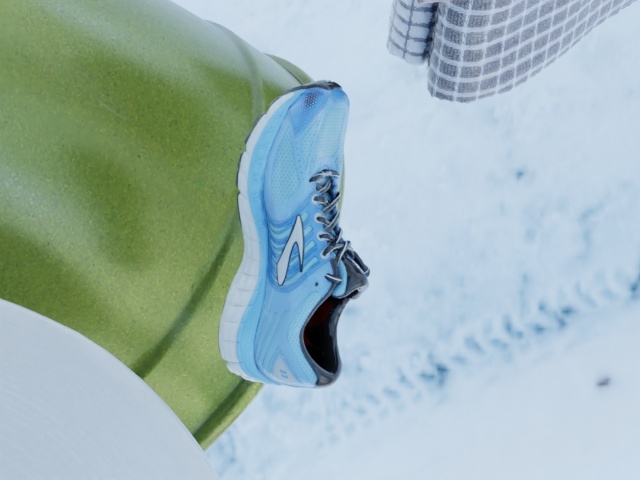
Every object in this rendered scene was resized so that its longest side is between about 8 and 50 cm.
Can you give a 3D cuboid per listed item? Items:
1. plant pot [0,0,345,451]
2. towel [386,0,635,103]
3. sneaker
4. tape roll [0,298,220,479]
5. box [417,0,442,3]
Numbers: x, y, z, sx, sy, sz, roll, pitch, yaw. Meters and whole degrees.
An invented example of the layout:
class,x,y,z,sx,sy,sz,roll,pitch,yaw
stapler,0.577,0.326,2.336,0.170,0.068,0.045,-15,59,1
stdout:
class,x,y,z,sx,sy,sz,roll,pitch,yaw
plant pot,-0.236,-0.060,0.848,0.366,0.366,0.353,-34,132,23
towel,0.193,-0.259,1.035,0.121,0.283,0.235,46,155,28
sneaker,0.000,0.000,0.662,0.073,0.063,0.162,18,108,34
tape roll,-0.218,0.206,0.604,0.392,0.392,0.072,21,155,-3
box,0.175,-0.221,0.727,0.256,0.123,0.128,-1,123,20
